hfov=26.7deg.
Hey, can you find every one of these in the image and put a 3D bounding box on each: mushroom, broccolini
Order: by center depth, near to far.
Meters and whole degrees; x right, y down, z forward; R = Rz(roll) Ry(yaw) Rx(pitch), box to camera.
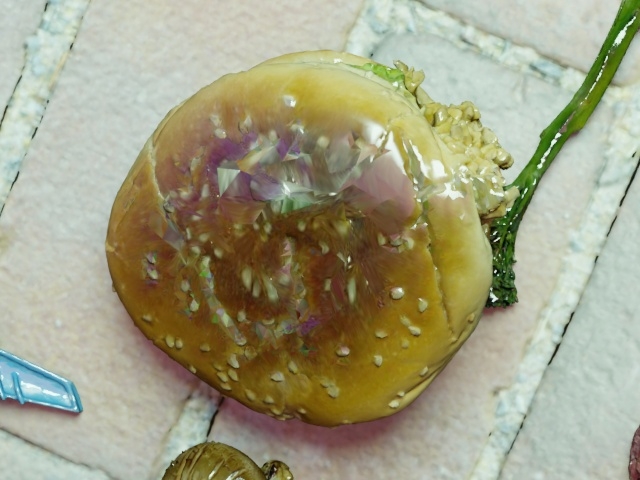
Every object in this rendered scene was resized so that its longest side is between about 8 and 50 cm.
[{"bbox_3d":[0.155,-0.068,0.925,0.057,0.071,0.254,30,88,47],"label":"broccolini"},{"bbox_3d":[-0.064,0.200,0.926,0.109,0.085,0.126,-39,81,7],"label":"mushroom"}]

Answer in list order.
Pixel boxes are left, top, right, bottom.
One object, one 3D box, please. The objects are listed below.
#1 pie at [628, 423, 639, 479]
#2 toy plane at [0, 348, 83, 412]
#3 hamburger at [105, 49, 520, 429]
[{"bbox_3d":[0.282,0.157,0.904,0.153,0.038,0.153,0,90,7],"label":"pie"},{"bbox_3d":[-0.309,0.105,0.950,0.254,0.105,0.271,-18,93,-7],"label":"toy plane"},{"bbox_3d":[0.000,0.000,0.870,0.286,0.146,0.243,-10,98,23],"label":"hamburger"}]
